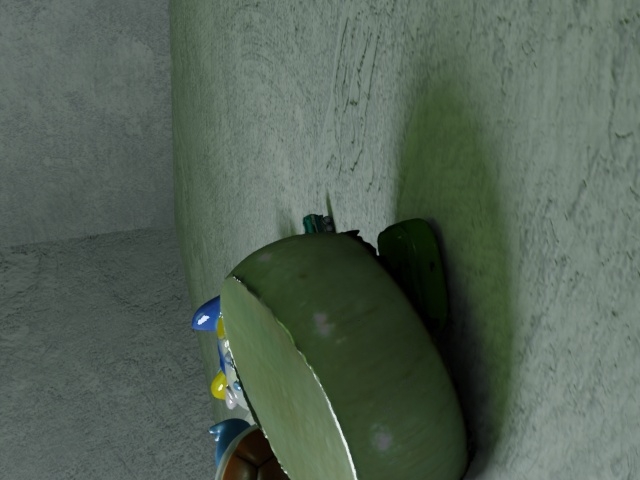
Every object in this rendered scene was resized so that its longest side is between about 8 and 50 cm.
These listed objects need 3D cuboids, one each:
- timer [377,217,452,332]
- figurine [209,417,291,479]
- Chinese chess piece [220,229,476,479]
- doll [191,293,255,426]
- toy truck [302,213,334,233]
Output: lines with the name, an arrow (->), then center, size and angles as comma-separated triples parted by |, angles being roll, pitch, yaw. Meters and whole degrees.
timer -> 0.100, 0.042, 1.195 | 0.140, 0.047, 0.128 | 157, 104, -77
figurine -> -0.039, 0.377, 1.553 | 0.243, 0.298, 0.416 | -160, 74, -76
Chinese chess piece -> 0.021, 0.159, 1.203 | 0.349, 0.146, 0.349 | 50, 155, 35
doll -> -0.124, 0.187, 1.921 | 0.376, 0.187, 0.365 | -61, 19, -2
toy truck -> 0.000, 0.000, 1.634 | 0.039, 0.044, 0.083 | 106, 153, -69
